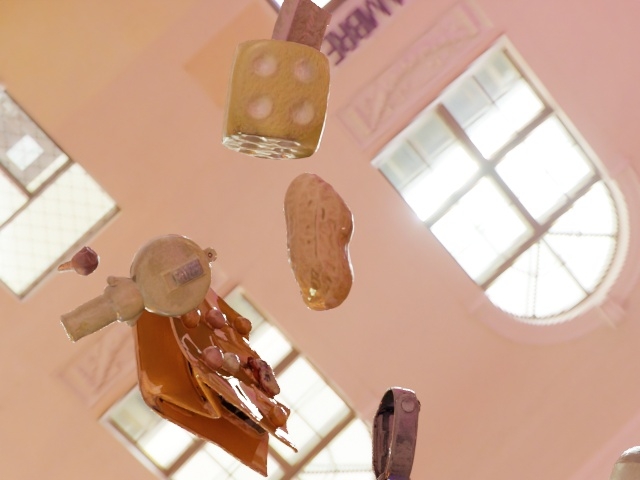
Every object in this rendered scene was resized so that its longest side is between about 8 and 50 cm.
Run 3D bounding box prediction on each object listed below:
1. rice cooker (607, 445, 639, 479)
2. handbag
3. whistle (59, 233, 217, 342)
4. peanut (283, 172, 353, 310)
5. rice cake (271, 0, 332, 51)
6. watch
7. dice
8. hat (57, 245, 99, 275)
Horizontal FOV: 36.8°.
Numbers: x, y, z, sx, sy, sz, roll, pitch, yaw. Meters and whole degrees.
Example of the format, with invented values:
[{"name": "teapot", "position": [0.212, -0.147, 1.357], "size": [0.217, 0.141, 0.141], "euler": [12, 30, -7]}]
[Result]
[{"name": "rice cooker", "position": [0.357, 0.359, 0.919], "size": [0.316, 0.316, 0.264], "euler": [-47, -172, -16]}, {"name": "handbag", "position": [-0.185, 0.201, 1.672], "size": [0.133, 0.283, 0.401], "euler": [-41, -148, 8]}, {"name": "whistle", "position": [-0.266, 0.074, 1.445], "size": [0.258, 0.126, 0.067], "euler": [-28, -167, -21]}, {"name": "peanut", "position": [0.000, 0.000, 2.065], "size": [0.152, 0.152, 0.313], "euler": [-28, -125, 39]}, {"name": "rice cake", "position": [-0.064, -0.311, 1.809], "size": [0.050, 0.106, 0.298], "euler": [23, -84, 41]}, {"name": "watch", "position": [0.149, 0.403, 1.941], "size": [0.193, 0.068, 0.206], "euler": [115, -18, -67]}, {"name": "dice", "position": [-0.079, -0.238, 1.657], "size": [0.169, 0.166, 0.169], "euler": [139, -42, -78]}, {"name": "hat", "position": [-0.399, 0.042, 1.612], "size": [0.087, 0.042, 0.058], "euler": [-35, -179, 44]}]
